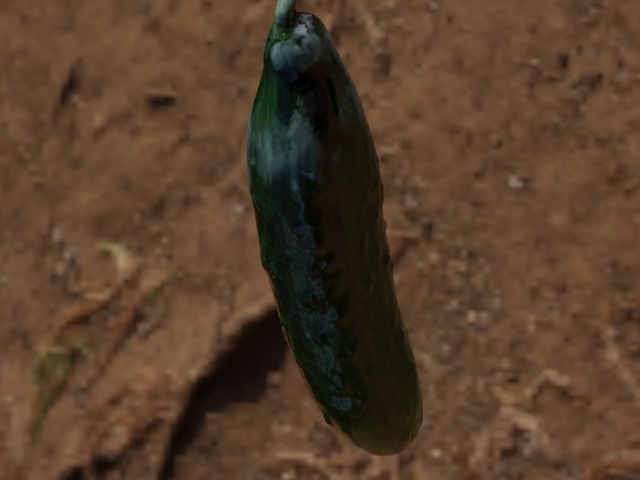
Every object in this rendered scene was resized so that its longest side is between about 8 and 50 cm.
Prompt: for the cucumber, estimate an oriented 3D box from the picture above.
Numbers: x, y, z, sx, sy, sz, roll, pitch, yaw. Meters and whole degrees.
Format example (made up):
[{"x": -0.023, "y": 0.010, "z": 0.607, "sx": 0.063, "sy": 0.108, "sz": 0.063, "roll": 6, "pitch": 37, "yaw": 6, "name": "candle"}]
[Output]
[{"x": 0.000, "y": 0.000, "z": 0.531, "sx": 0.037, "sy": 0.037, "sz": 0.155, "roll": 46, "pitch": 154, "yaw": 53, "name": "cucumber"}]
